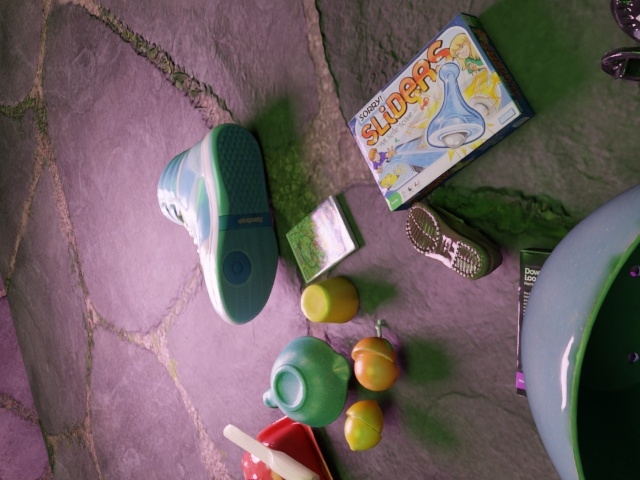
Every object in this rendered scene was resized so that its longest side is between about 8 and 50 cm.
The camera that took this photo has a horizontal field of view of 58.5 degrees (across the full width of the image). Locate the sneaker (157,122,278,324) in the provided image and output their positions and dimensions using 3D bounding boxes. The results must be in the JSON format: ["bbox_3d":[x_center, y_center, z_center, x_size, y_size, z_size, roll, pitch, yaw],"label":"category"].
[{"bbox_3d":[-0.183,-0.017,0.962,0.208,0.127,0.319,-11,79,45],"label":"sneaker"}]

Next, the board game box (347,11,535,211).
[{"bbox_3d":[0.131,-0.142,0.673,0.201,0.035,0.136,-40,68,42],"label":"board game box"}]

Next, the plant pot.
[{"bbox_3d":[0.270,0.077,0.424,0.195,0.290,0.290,-136,43,-81],"label":"plant pot"}]

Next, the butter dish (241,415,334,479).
[{"bbox_3d":[-0.071,0.377,0.910,0.160,0.118,0.160,-42,66,42],"label":"butter dish"}]

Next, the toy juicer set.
[{"bbox_3d":[0.003,0.233,0.832,0.209,0.089,0.329,42,113,29],"label":"toy juicer set"}]

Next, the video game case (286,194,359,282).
[{"bbox_3d":[0.000,0.000,0.851,0.122,0.011,0.087,-38,69,42],"label":"video game case"}]

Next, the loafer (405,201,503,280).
[{"bbox_3d":[0.153,0.001,0.666,0.148,0.050,0.056,50,127,49],"label":"loafer"}]

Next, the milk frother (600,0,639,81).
[{"bbox_3d":[0.295,-0.208,0.454,0.135,0.129,0.143,-56,17,-5],"label":"milk frother"}]

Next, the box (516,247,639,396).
[{"bbox_3d":[0.260,0.092,0.581,0.116,0.029,0.162,7,103,45],"label":"box"}]
